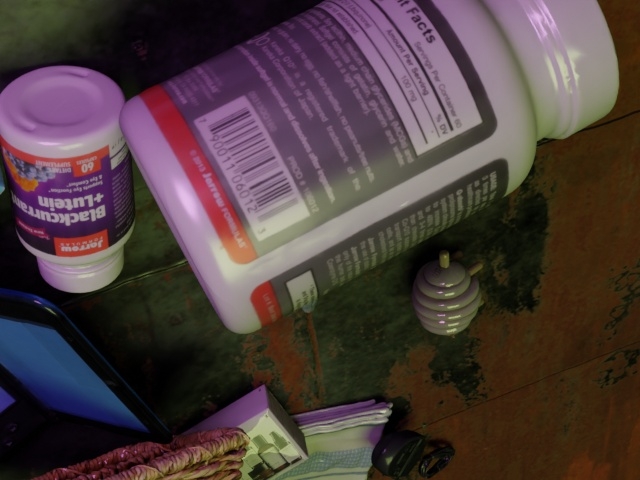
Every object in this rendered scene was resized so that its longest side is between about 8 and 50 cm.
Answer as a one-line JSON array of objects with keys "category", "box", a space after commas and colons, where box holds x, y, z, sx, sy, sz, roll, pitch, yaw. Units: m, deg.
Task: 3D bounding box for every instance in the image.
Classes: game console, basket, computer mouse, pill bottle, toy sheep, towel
[{"category": "game console", "box": [-0.332, 0.167, 1.057, 0.250, 0.173, 0.293, -40, 140, -11]}, {"category": "basket", "box": [-0.253, 0.290, 1.165, 0.299, 0.214, 0.222, -12, 118, -47]}, {"category": "computer mouse", "box": [0.132, 0.302, 1.534, 0.071, 0.041, 0.242, -58, 151, 2]}, {"category": "pill bottle", "box": [-0.218, -0.046, 0.947, 0.108, 0.108, 0.193, -12, 138, -16]}, {"category": "toy sheep", "box": [0.150, 0.061, 1.275, 0.091, 0.091, 0.132, -18, 126, -9]}, {"category": "towel", "box": [-0.020, 0.331, 1.514, 0.209, 0.034, 0.285, -7, 137, -20]}, {"category": "pill bottle", "box": [0.041, -0.094, 0.873, 0.363, 0.210, 0.210, -28, 140, -8]}]

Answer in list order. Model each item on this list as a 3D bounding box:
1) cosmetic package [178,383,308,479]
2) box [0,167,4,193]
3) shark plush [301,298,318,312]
[{"category": "cosmetic package", "box": [-0.142, 0.287, 1.358, 0.239, 0.060, 0.099, -32, 114, 7]}, {"category": "box", "box": [-0.363, -0.102, 0.821, 0.060, 0.100, 0.244, -41, 138, 16]}, {"category": "shark plush", "box": [0.000, 0.000, 1.141, 0.073, 0.067, 0.161, 6, 131, -32]}]
